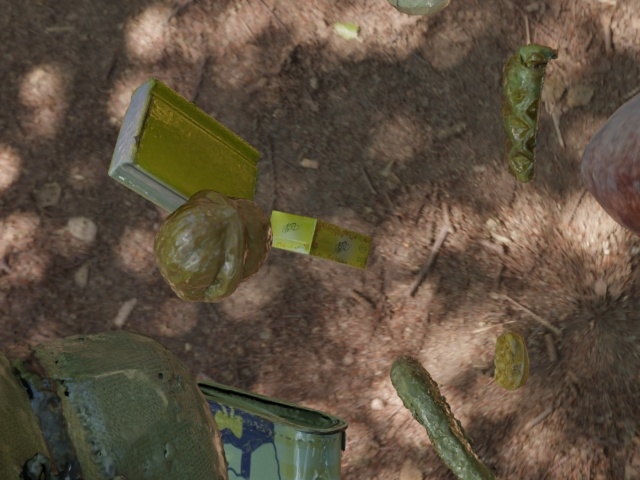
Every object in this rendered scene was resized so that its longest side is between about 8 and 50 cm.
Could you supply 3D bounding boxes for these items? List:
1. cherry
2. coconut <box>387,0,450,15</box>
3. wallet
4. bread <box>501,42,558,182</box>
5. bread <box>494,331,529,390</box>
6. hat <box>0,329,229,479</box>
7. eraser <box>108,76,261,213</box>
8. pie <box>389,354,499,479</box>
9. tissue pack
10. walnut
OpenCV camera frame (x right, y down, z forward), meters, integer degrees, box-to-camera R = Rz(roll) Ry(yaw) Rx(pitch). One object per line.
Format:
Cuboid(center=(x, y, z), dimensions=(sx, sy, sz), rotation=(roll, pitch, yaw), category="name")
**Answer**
Cuboid(center=(0.557, -0.133, 1.217), dimensions=(0.291, 0.335, 0.326), rotation=(46, 78, -16), category="cherry")
Cuboid(center=(0.204, -0.570, 1.813), dimensions=(0.171, 0.171, 0.182), rotation=(-5, 122, 17), category="coconut")
Cuboid(center=(-0.067, 0.287, 0.748), dimensions=(0.223, 0.077, 0.309), rotation=(7, 96, 49), category="wallet")
Cuboid(center=(0.352, -0.224, 1.496), dimensions=(0.088, 0.128, 0.232), rotation=(10, 125, 19), category="bread")
Cuboid(center=(0.358, 0.225, 1.624), dimensions=(0.044, 0.083, 0.110), rotation=(7, 75, -14), category="bread")
Cuboid(center=(-0.123, 0.122, 0.471), dimensions=(0.130, 0.257, 0.257), rotation=(-19, 76, -27), category="hat")
Cuboid(center=(-0.190, -0.115, 1.259), dimensions=(0.069, 0.226, 0.158), rotation=(-19, 50, 39), category="eraser")
Cuboid(center=(0.193, 0.284, 1.286), dimensions=(0.055, 0.274, 0.274), rotation=(-37, 75, 3), category="pie")
Cuboid(center=(0.000, 0.000, 1.440), dimensions=(0.095, 0.176, 0.062), rotation=(12, 88, 36), category="tissue pack")
Cuboid(center=(-0.144, 0.006, 1.146), dimensions=(0.167, 0.166, 0.149), rotation=(-32, 65, 13), category="walnut")
